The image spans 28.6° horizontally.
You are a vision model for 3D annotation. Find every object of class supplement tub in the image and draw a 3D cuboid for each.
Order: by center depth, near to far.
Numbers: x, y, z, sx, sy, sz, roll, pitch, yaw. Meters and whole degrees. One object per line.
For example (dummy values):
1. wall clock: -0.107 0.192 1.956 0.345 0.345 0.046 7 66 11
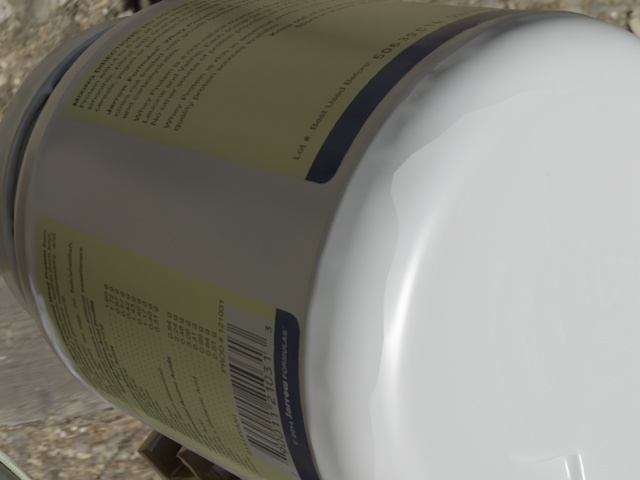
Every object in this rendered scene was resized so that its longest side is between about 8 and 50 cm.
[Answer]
1. supplement tub: 0.000 0.000 0.605 0.235 0.325 0.235 -12 109 -38

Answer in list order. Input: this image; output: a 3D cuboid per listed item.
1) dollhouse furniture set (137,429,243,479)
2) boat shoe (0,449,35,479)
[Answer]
1. dollhouse furniture set: -0.046 0.360 1.061 0.256 0.362 0.394 53 54 -25
2. boat shoe: -0.177 0.232 0.727 0.109 0.091 0.305 -32 93 -6
